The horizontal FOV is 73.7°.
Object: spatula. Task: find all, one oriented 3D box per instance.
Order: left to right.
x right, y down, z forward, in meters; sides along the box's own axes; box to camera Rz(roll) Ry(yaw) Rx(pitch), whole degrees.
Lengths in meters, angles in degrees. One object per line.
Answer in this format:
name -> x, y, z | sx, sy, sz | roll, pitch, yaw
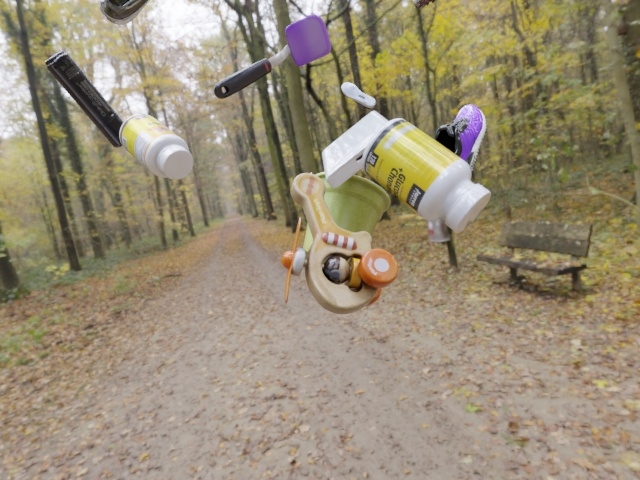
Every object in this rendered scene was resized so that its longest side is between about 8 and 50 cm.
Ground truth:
spatula -> -0.088, -0.345, 0.816 | 0.030, 0.084, 0.296 | 17, 49, 40

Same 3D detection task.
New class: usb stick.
usb stick -> -0.641, -0.387, 1.198 | 0.045, 0.278, 0.077 | -2, 46, 32

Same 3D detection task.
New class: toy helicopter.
toy helicopter -> 0.000, 0.000, 0.963 | 0.235, 0.355, 0.140 | -13, -25, -20

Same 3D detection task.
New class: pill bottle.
pill bottle -> -0.428, -0.243, 1.123 | 0.215, 0.117, 0.117 | 37, 35, 30
pill bottle -> 0.159, -0.097, 0.649 | 0.184, 0.103, 0.103 | 43, 36, 24

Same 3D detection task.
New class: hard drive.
hard drive -> 0.095, -0.252, 1.139 | 0.203, 0.040, 0.307 | -37, 20, 13

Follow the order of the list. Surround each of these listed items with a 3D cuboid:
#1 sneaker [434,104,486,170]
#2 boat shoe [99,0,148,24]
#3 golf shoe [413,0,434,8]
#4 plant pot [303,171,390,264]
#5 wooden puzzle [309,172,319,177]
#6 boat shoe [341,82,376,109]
sneaker -> 0.440, -0.341, 1.372 | 0.146, 0.293, 0.102 | 31, -24, -31
boat shoe -> -0.426, -0.668, 1.041 | 0.306, 0.113, 0.105 | -53, 26, -15
golf shoe -> 0.184, -0.426, 0.633 | 0.067, 0.086, 0.186 | -32, 3, -16
plant pot -> 0.060, -0.041, 1.370 | 0.276, 0.253, 0.276 | 16, -18, 5
wooden puzzle -> -0.033, -0.146, 1.106 | 0.049, 0.006, 0.083 | 1, 50, 29
boat shoe -> 0.135, -0.510, 1.522 | 0.049, 0.142, 0.040 | -54, -9, -3
